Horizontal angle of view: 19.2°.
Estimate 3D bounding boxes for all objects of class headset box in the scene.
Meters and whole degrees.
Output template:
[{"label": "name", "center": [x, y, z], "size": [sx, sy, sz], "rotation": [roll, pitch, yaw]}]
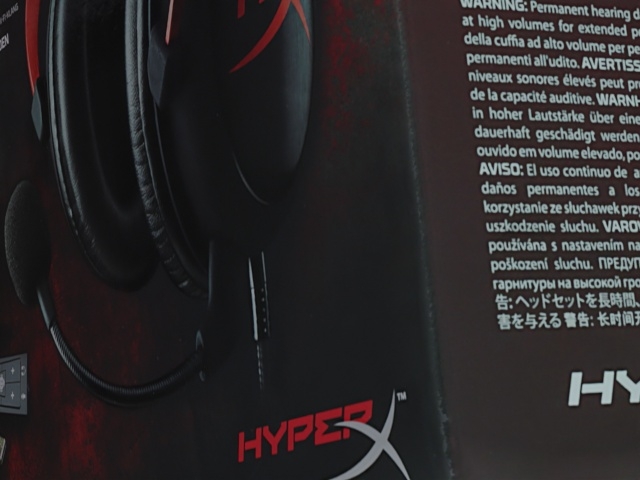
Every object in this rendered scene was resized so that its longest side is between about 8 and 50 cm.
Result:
[{"label": "headset box", "center": [-0.002, -0.077, 0.435], "size": [0.110, 0.293, 0.218], "rotation": [1, 169, -31]}]
